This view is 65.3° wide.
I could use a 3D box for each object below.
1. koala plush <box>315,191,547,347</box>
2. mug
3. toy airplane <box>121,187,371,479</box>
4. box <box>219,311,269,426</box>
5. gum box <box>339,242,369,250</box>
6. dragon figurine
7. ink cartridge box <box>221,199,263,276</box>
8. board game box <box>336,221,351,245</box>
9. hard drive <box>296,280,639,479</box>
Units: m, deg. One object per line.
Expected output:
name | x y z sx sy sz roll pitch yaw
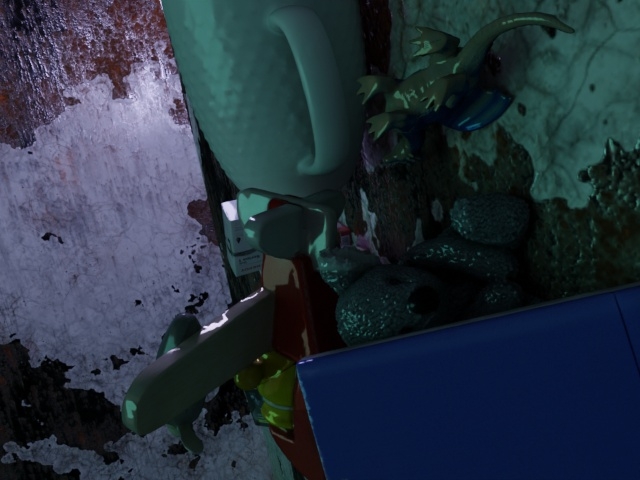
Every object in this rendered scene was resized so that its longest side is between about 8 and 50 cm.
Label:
koala plush | 0.113 0.072 0.572 0.203 0.221 0.196 147 107 -70
mug | -0.049 -0.218 0.720 0.374 0.276 0.327 -135 31 -63
toy airplane | -0.060 0.113 0.696 0.273 0.386 0.384 -8 57 37
box | -0.071 0.297 1.204 0.395 0.097 0.318 -18 90 48
gum box | 0.015 0.096 0.927 0.062 0.107 0.188 6 86 62
dragon figurine | 0.140 -0.162 0.531 0.289 0.144 0.085 -28 75 51
ink cartridge box | -0.188 -0.016 1.436 0.219 0.160 0.092 92 155 -42
board game box | 0.000 0.000 1.128 0.281 0.027 0.145 -140 41 -59
hard drive | 0.153 0.178 0.454 0.040 0.319 0.210 -6 -100 -72
